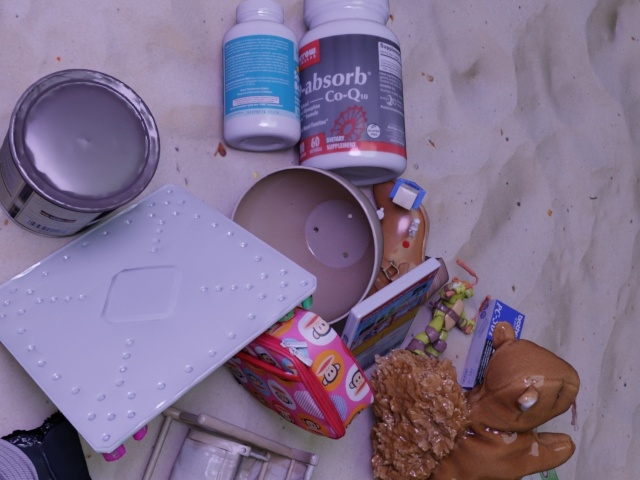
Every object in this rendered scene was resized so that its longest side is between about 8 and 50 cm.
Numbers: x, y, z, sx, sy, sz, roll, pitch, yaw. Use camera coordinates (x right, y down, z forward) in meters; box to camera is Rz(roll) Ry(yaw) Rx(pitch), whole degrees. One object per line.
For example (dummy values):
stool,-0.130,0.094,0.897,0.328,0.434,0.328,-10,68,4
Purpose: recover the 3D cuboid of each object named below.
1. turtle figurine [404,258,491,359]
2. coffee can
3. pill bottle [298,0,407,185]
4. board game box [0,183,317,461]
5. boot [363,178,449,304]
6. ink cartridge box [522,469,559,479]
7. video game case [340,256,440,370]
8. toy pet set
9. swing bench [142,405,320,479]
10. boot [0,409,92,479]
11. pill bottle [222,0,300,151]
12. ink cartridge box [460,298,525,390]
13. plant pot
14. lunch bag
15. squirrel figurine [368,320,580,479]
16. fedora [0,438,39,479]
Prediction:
turtle figurine,0.260,0.157,1.495,0.217,0.087,0.269,-55,150,-14
coffee can,-0.383,-0.120,1.097,0.201,0.275,0.202,5,80,-29
pill bottle,0.057,-0.302,1.408,0.210,0.210,0.363,2,81,-29
board game box,-0.268,0.096,1.104,0.390,0.390,0.050,-36,140,-28
boot,0.123,0.026,1.468,0.220,0.109,0.283,-30,104,-25
ink cartridge box,0.416,0.570,1.539,0.219,0.092,0.160,-23,93,-29
video game case,0.111,0.164,1.344,0.204,0.285,0.025,-29,63,-29
toy pet set,0.148,-0.064,1.422,0.122,0.065,0.114,28,110,7
swing bench,-0.169,0.441,1.200,0.254,0.165,0.253,29,69,-28
boot,-0.455,0.399,1.080,0.246,0.094,0.207,-28,99,-35
pill bottle,-0.112,-0.310,1.351,0.146,0.146,0.264,2,82,-29
ink cartridge box,0.386,0.245,1.600,0.097,0.046,0.207,29,69,-24
plant pot,0.000,0.000,1.323,0.191,0.284,0.284,-20,93,-65
lunch bag,-0.067,0.184,1.195,0.120,0.293,0.258,-44,123,-27
squirrel figurine,0.283,0.333,1.333,0.397,0.370,0.281,9,43,-6
fedora,-0.522,0.403,0.967,0.243,0.124,0.275,20,81,14
